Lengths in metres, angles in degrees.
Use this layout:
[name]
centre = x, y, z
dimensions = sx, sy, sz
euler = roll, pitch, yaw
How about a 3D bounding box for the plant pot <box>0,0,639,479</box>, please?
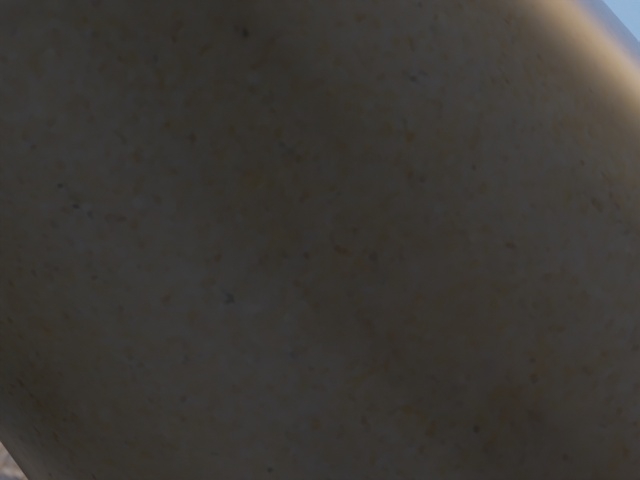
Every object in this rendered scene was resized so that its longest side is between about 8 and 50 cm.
[plant pot]
centre = 0.000, 0.000, 0.484
dimensions = 0.334, 0.334, 0.305
euler = -33, -69, 15
